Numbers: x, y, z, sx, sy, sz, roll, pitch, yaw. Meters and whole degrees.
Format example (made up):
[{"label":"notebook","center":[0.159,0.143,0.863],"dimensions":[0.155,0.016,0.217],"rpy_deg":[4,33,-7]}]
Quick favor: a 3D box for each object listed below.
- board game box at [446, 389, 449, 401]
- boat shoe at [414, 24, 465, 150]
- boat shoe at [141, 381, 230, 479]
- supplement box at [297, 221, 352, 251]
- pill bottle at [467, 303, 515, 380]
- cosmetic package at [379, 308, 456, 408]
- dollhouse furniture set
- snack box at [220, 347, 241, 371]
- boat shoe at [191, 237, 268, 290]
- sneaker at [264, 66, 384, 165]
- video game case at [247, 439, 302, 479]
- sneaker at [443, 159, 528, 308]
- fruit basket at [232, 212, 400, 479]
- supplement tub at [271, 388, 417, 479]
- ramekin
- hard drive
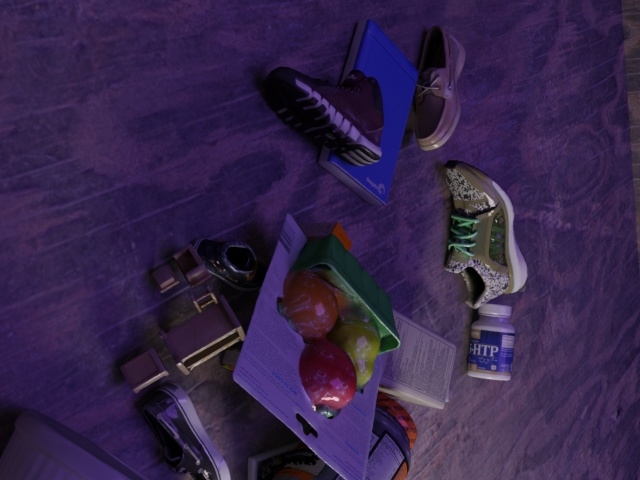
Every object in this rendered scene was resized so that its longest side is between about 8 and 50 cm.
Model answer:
[{"label":"board game box","center":[0.279,0.346,1.908],"dimensions":[0.090,0.020,0.090],"rpy_deg":[1,90,-51]},{"label":"boat shoe","center":[0.251,-0.341,1.771],"dimensions":[0.098,0.109,0.302],"rpy_deg":[36,58,-41]},{"label":"boat shoe","center":[-0.213,0.325,1.241],"dimensions":[0.070,0.078,0.219],"rpy_deg":[-42,118,-40]},{"label":"supplement box","center":[0.000,0.000,1.469],"dimensions":[0.062,0.098,0.036],"rpy_deg":[56,47,-36]},{"label":"pill bottle","center":[0.436,0.256,2.029],"dimensions":[0.112,0.112,0.186],"rpy_deg":[12,82,-52]},{"label":"cosmetic package","center":[0.151,0.240,1.652],"dimensions":[0.296,0.129,0.153],"rpy_deg":[33,67,-48]},{"label":"dollhouse furniture set","center":[-0.234,0.123,1.227],"dimensions":[0.182,0.161,0.101],"rpy_deg":[-30,163,-10]},{"label":"snack box","center":[-0.087,0.225,1.370],"dimensions":[0.141,0.100,0.037],"rpy_deg":[35,65,-47]},{"label":"boat shoe","center":[-0.127,0.044,1.322],"dimensions":[0.183,0.083,0.065],"rpy_deg":[25,72,-50]},{"label":"sneaker","center":[0.019,-0.269,1.468],"dimensions":[0.281,0.106,0.162],"rpy_deg":[36,60,-38]},{"label":"video game case","center":[-0.065,0.466,1.476],"dimensions":[0.190,0.022,0.173],"rpy_deg":[-2,93,-51]},{"label":"sneaker","center":[0.371,0.000,1.925],"dimensions":[0.182,0.158,0.410],"rpy_deg":[-38,117,-24]},{"label":"fruit basket","center":[-0.006,0.179,1.317],"dimensions":[0.327,0.165,0.353],"rpy_deg":[48,42,-29]},{"label":"supplement tub","center":[0.035,0.426,1.426],"dimensions":[0.316,0.194,0.193],"rpy_deg":[-46,126,-40]},{"label":"ramekin","center":[-0.290,0.335,0.998],"dimensions":[0.127,0.273,0.273],"rpy_deg":[-58,134,-17]},{"label":"hard drive","center":[0.106,-0.258,1.638],"dimensions":[0.210,0.040,0.318],"rpy_deg":[34,66,-48]}]
